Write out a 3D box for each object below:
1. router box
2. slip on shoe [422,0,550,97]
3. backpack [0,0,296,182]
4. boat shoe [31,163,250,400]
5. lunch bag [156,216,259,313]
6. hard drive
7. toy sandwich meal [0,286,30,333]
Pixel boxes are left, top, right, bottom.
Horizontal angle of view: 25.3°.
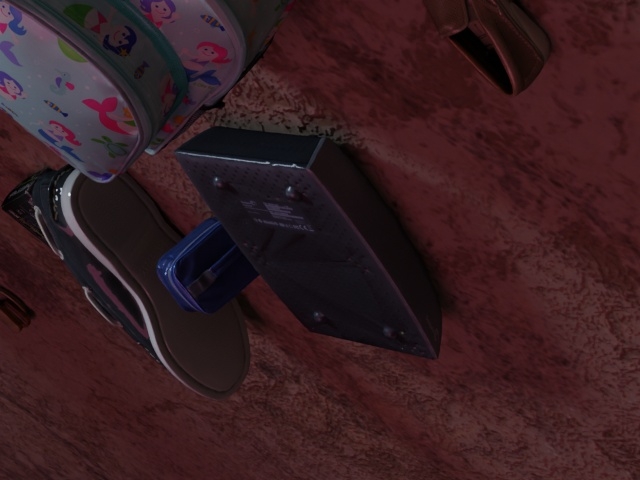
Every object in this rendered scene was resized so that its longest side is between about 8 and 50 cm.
[{"bbox_3d":[-0.273,-0.020,1.526,0.122,0.038,0.092,41,154,-18],"label":"router box"},{"bbox_3d":[0.086,-0.144,0.882,0.135,0.041,0.051,44,153,-23],"label":"slip on shoe"},{"bbox_3d":[-0.139,-0.170,0.942,0.225,0.191,0.253,40,149,-13],"label":"backpack"},{"bbox_3d":[-0.179,0.040,1.455,0.091,0.114,0.302,1,129,47],"label":"boat shoe"},{"bbox_3d":[-0.096,0.021,1.331,0.067,0.098,0.065,52,162,-17],"label":"lunch bag"},{"bbox_3d":[0.000,0.000,1.227,0.172,0.054,0.254,9,146,41],"label":"hard drive"},{"bbox_3d":[-0.428,0.091,1.916,0.086,0.029,0.085,26,154,14],"label":"toy sandwich meal"}]
